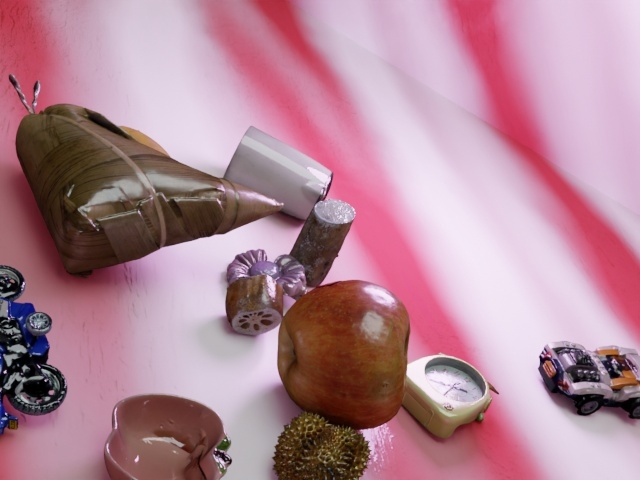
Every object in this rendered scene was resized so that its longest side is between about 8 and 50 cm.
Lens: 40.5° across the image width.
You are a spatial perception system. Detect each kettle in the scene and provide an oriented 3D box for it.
[{"bbox_3d":[-0.101,-0.165,2.218,0.255,0.165,0.240,25,1,-2],"label":"kettle"}]

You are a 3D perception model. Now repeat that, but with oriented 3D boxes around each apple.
[{"bbox_3d":[0.038,0.207,1.598,0.250,0.309,0.277,6,68,6],"label":"apple"}]

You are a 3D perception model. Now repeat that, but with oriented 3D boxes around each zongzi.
[{"bbox_3d":[-0.389,-0.159,1.855,0.467,0.218,0.500,-9,45,-32],"label":"zongzi"}]

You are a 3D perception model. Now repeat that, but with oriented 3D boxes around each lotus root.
[{"bbox_3d":[-0.129,0.136,1.751,0.122,0.112,0.081,-12,48,-2],"label":"lotus root"}]

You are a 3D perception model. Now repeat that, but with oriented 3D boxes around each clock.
[{"bbox_3d":[0.276,0.310,1.803,0.232,0.069,0.170,-12,41,-39],"label":"clock"}]

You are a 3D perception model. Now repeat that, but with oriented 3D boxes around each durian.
[{"bbox_3d":[-0.004,0.369,1.464,0.158,0.137,0.168,16,39,24],"label":"durian"}]

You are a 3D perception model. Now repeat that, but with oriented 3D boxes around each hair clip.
[{"bbox_3d":[-0.060,0.105,1.891,0.300,0.069,0.173,27,30,2],"label":"hair clip"}]

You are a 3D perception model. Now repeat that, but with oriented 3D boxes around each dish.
[{"bbox_3d":[-0.243,0.342,1.354,0.213,0.090,0.213,17,30,-10],"label":"dish"}]

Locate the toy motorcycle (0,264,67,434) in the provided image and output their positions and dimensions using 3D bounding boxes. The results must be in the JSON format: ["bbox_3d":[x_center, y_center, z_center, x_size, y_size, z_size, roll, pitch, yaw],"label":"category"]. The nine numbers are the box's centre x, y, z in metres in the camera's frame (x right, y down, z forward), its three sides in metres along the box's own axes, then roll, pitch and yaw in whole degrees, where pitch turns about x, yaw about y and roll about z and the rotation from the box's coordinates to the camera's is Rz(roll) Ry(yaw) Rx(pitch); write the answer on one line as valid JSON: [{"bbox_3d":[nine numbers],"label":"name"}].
[{"bbox_3d":[-0.525,0.167,1.402,0.169,0.113,0.315,-11,53,-32],"label":"toy motorcycle"}]

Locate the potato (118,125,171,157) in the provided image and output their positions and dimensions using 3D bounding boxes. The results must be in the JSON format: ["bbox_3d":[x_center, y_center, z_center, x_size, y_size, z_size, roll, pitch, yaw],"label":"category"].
[{"bbox_3d":[-0.417,-0.163,1.974,0.234,0.150,0.146,48,-2,16],"label":"potato"}]

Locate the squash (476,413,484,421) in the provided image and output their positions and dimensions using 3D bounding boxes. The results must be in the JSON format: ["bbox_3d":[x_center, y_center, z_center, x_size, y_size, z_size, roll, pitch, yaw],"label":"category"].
[{"bbox_3d":[0.335,0.351,1.850,0.027,0.027,0.089,21,33,-8],"label":"squash"}]

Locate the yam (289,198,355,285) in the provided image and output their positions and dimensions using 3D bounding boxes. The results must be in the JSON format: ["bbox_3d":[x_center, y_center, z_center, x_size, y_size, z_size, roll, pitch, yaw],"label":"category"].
[{"bbox_3d":[0.000,0.000,1.981,0.107,0.194,0.107,21,27,-12],"label":"yam"}]

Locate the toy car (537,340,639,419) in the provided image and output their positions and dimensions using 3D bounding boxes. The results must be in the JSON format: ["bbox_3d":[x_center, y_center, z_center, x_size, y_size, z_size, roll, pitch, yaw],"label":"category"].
[{"bbox_3d":[0.658,0.323,2.058,0.301,0.118,0.193,11,35,-23],"label":"toy car"}]
